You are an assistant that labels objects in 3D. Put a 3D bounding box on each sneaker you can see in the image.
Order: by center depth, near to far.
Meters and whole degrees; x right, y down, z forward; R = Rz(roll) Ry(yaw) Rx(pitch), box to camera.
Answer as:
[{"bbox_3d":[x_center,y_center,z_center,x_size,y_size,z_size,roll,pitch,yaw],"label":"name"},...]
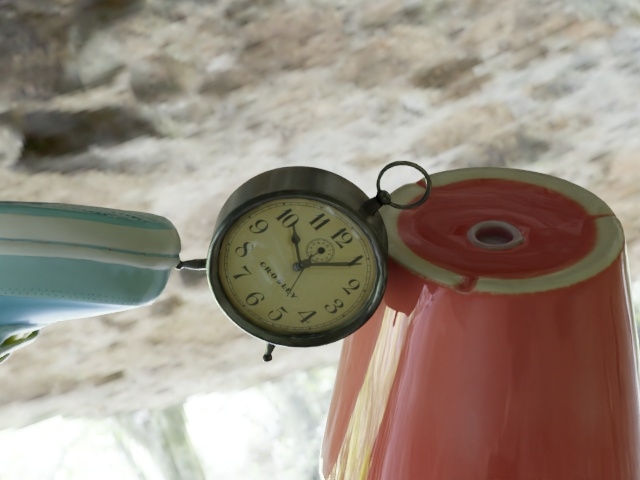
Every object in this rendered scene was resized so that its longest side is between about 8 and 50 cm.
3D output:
[{"bbox_3d":[-0.222,0.082,0.875,0.319,0.208,0.127,-3,-2,23],"label":"sneaker"}]

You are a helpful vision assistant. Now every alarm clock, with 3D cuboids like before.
[{"bbox_3d":[0.000,0.000,1.087,0.192,0.129,0.064,-33,21,23],"label":"alarm clock"}]

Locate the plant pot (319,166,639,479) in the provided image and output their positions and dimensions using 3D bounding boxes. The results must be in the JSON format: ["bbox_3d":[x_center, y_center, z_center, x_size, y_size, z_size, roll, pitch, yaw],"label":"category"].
[{"bbox_3d":[0.135,0.090,1.209,0.275,0.275,0.243,-16,-55,-24],"label":"plant pot"}]
